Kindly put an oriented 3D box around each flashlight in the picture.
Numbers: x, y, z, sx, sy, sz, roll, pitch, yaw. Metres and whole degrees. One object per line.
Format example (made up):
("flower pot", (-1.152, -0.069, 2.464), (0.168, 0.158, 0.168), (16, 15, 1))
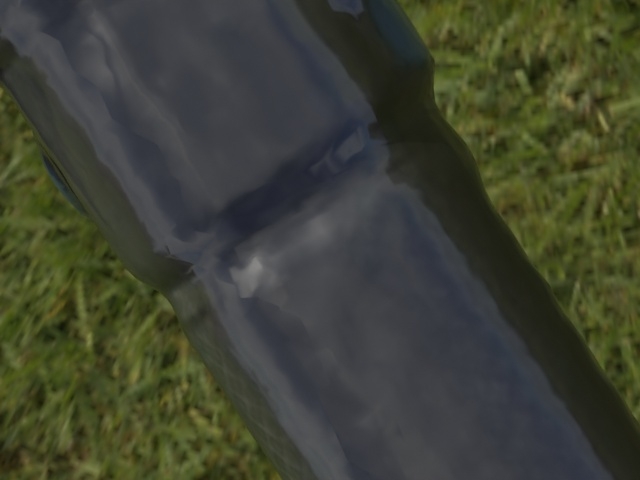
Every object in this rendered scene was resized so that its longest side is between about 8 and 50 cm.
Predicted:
("flashlight", (0.000, 0.000, 0.400), (0.103, 0.103, 0.424), (-33, 91, 15))
